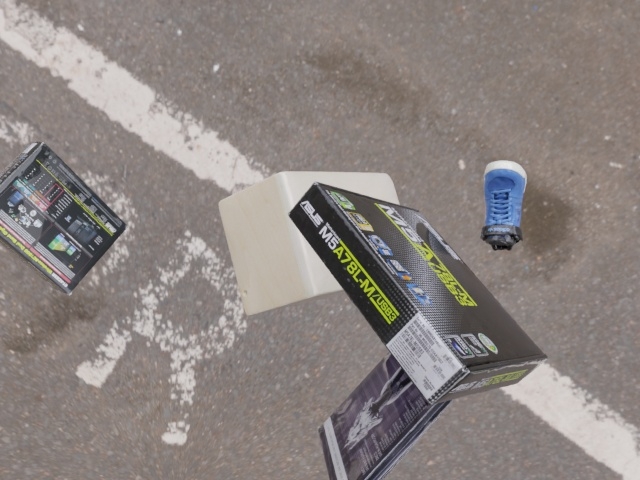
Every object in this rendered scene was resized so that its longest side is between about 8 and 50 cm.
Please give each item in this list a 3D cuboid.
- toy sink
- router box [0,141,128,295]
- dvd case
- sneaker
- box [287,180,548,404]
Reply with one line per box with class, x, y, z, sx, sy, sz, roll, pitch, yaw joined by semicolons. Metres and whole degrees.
toy sink;0.000;0.000;0.874;0.234;0.131;0.153;-8;81;-51
router box;-0.263;-0.020;0.637;0.092;0.038;0.122;-55;127;-25
dvd case;0.084;0.165;0.697;0.018;0.164;0.221;41;94;-13
sneaker;0.249;-0.039;0.890;0.058;0.152;0.085;3;65;15
box;0.085;0.040;0.543;0.184;0.045;0.191;7;39;-53
